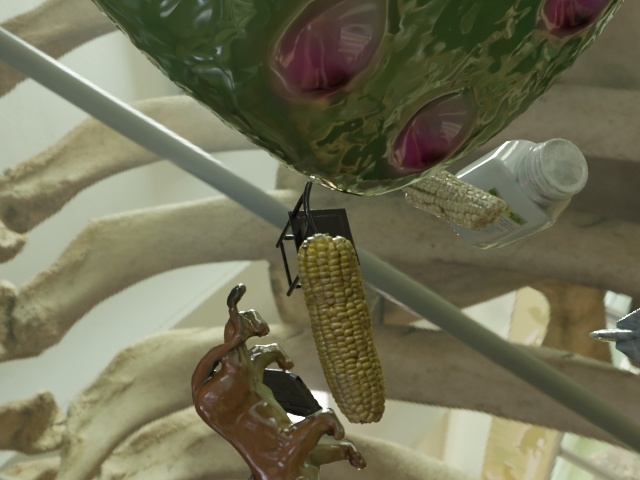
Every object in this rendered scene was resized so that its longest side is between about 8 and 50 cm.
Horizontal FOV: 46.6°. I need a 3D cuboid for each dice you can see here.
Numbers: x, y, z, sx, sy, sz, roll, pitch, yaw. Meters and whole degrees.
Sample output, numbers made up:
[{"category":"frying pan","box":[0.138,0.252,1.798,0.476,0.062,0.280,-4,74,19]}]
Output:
[{"category":"dice","box":[0.018,-0.251,0.520,0.330,0.318,0.322,-44,-33,15]}]

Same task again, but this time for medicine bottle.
[{"category":"medicine bottle","box":[0.382,-0.096,1.485,0.124,0.179,0.324,-43,3,-24]}]

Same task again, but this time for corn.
[{"category":"corn","box":[0.230,-0.070,1.306,0.087,0.211,0.087,-22,-52,-30]},{"category":"corn","box":[0.035,0.130,1.093,0.101,0.101,0.291,-16,-90,-53]}]

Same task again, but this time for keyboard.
[{"category":"keyboard","box":[-0.083,0.258,1.273,0.016,0.262,0.106,-42,-74,-29]}]

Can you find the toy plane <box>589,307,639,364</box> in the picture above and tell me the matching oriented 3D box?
[{"category":"toy plane","box":[0.564,0.169,1.300,0.267,0.088,0.212,134,142,-79]}]

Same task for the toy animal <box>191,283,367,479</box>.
[{"category":"toy animal","box":[-0.060,0.222,0.842,0.158,0.312,0.097,-36,-6,-12]}]

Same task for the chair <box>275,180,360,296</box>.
[{"category":"chair","box":[0.000,0.000,1.600,0.142,0.154,0.260,-5,-26,-21]}]
